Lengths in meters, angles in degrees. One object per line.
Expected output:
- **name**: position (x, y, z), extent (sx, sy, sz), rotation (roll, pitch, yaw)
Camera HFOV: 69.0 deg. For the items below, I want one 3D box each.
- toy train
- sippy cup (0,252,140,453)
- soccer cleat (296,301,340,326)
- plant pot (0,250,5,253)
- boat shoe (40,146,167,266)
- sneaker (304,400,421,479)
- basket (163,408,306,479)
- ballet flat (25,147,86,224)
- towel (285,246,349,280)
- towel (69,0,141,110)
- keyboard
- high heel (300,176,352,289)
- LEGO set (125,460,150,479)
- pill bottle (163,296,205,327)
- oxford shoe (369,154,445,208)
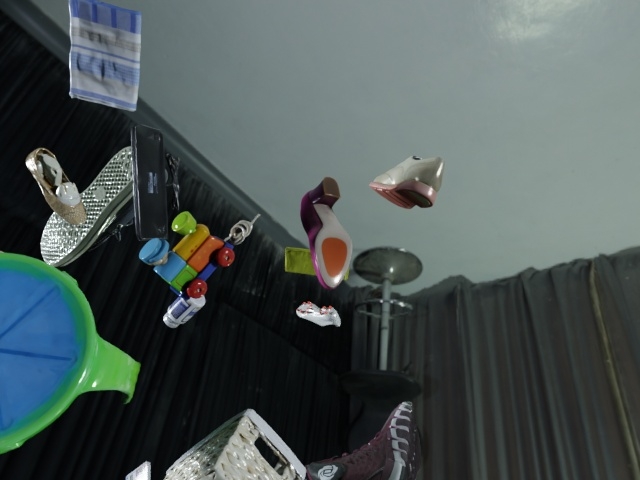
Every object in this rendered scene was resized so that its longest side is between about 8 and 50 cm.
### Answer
- **toy train**: position (-0.248, -0.010, 0.977), extent (0.105, 0.248, 0.143), rotation (24, 159, 45)
- **sippy cup**: position (-0.422, 0.163, 0.619), extent (0.305, 0.240, 0.224), rotation (45, 147, 1)
- **soccer cleat**: position (-0.011, 0.262, 1.615), extent (0.196, 0.068, 0.076), rotation (0, 126, 49)
- **plant pot**: position (-0.977, 0.125, 1.303), extent (0.236, 0.236, 0.032), rotation (2, 139, 8)
- **boat shoe**: position (-0.674, -0.087, 1.456), extent (0.500, 0.187, 0.156), rotation (-41, 158, 10)
- **sneaker**: position (0.062, 0.329, 0.707), extent (0.162, 0.106, 0.281), rotation (-9, -178, 17)
- **basket**: position (-0.120, 0.306, 0.557), extent (0.167, 0.103, 0.113), rotation (-41, 92, 21)
- **ballet flat**: position (-0.617, -0.131, 1.093), extent (0.067, 0.073, 0.206), rotation (-38, 90, 37)
- **towel**: position (-0.013, 0.084, 1.693), extent (0.237, 0.021, 0.102), rotation (7, 113, 10)
- **towel**: position (-0.626, -0.533, 1.347), extent (0.209, 0.034, 0.285), rotation (15, 116, -1)
- **keyboard**: position (-0.464, -0.159, 1.321), extent (0.033, 0.317, 0.201), rotation (-2, 180, 20)
- **high heel**: position (0.000, 0.000, 1.412), extent (0.127, 0.377, 0.181), rotation (18, 143, -22)
- **LEGO set**: position (-0.441, 0.633, 1.020), extent (0.244, 0.182, 0.060), rotation (-39, 131, 15)
- **pill bottle**: position (-0.551, 0.274, 1.871), extent (0.169, 0.094, 0.094), rotation (-43, 125, 17)
- **oxford shoe**: position (0.286, -0.194, 1.520), extent (0.140, 0.146, 0.397), rotation (31, 177, -20)
